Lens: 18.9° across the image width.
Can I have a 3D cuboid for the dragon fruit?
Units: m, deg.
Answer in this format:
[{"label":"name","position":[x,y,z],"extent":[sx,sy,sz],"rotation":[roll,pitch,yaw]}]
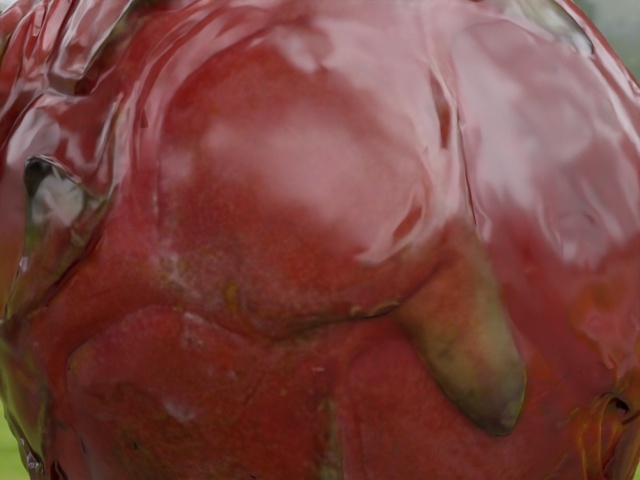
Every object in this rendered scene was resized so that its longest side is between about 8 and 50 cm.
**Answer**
[{"label":"dragon fruit","position":[0.000,0.000,0.465],"extent":[0.209,0.172,0.172],"rotation":[42,1,-9]}]
